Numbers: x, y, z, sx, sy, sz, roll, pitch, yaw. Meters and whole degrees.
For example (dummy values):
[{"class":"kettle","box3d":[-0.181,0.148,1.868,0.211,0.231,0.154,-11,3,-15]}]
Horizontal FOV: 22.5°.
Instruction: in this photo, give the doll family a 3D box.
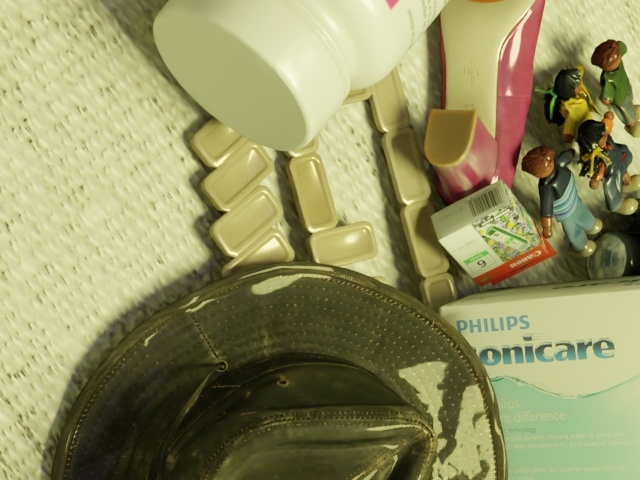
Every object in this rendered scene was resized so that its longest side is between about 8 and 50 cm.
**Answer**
[{"class":"doll family","box3d":[0.212,-0.080,1.289,0.111,0.076,0.193,56,33,-45]}]

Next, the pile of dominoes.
[{"class":"pile of dominoes","box3d":[0.000,0.000,1.207,0.196,0.040,0.251,-15,91,-32]}]

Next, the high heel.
[{"class":"high heel","box3d":[0.144,-0.134,1.279,0.117,0.082,0.244,51,46,-56]}]

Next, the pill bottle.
[{"class":"pill bottle","box3d":[0.020,-0.208,1.129,0.160,0.160,0.283,48,67,-24]}]

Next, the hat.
[{"class":"hat","box3d":[-0.009,0.162,1.075,0.331,0.134,0.331,2,82,-15]}]

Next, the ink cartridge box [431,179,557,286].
[{"class":"ink cartridge box","box3d":[0.140,0.004,1.250,0.115,0.063,0.029,45,23,-46]}]

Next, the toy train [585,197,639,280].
[{"class":"toy train","box3d":[0.388,0.036,1.356,0.334,0.190,0.142,9,86,-33]}]

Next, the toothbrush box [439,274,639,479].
[{"class":"toothbrush box","box3d":[0.225,0.176,1.201,0.126,0.216,0.295,-12,94,-63]}]
